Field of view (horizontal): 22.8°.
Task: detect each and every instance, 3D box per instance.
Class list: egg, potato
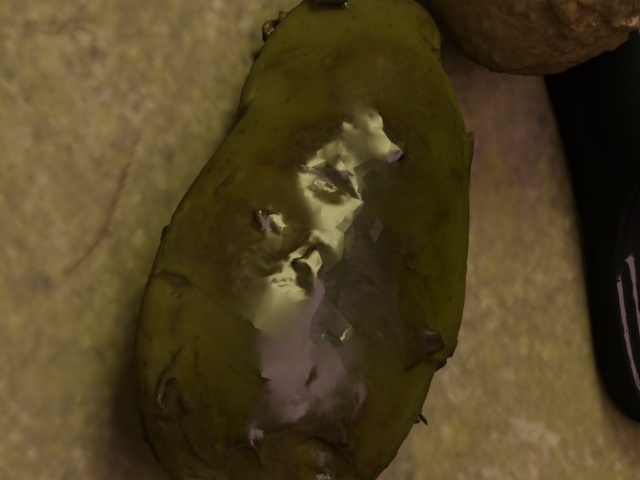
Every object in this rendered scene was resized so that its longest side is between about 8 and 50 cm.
[{"bbox_3d":[0.095,-0.135,0.651,0.118,0.140,0.116,28,23,5],"label":"egg"},{"bbox_3d":[0.000,0.000,0.600,0.117,0.090,0.226,26,65,-21],"label":"potato"}]

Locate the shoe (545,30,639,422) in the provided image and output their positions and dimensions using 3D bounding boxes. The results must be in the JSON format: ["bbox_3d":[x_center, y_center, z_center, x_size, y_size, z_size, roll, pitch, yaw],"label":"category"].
[{"bbox_3d":[0.174,-0.034,0.714,0.108,0.093,0.241,-7,91,-32],"label":"shoe"}]
